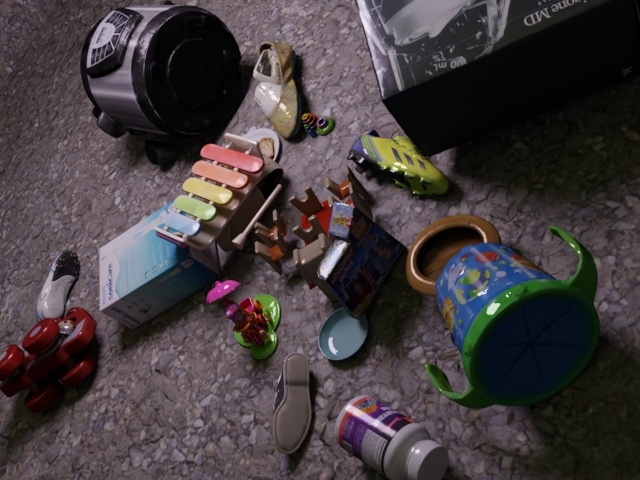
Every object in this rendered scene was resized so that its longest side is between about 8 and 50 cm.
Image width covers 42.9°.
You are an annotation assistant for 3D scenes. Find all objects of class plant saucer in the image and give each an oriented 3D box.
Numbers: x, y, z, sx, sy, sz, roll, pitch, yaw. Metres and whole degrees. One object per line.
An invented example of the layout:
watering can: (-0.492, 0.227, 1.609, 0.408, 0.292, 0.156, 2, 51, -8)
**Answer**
plant saucer: (0.051, 0.194, 1.670, 0.119, 0.021, 0.119, -21, 49, 25)

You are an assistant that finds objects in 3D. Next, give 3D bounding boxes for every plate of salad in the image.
plate of salad: (-0.196, -0.220, 2.148, 0.199, 0.048, 0.200, -20, 50, 26)

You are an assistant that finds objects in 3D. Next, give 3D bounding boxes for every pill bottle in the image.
pill bottle: (0.126, 0.356, 1.428, 0.193, 0.108, 0.108, 21, 75, 45)

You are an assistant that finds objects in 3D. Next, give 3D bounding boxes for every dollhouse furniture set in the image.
dollhouse furniture set: (0.000, 0.000, 1.803, 0.262, 0.135, 0.259, -32, 34, 17)

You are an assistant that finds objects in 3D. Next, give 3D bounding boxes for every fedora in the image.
fedora: (0.261, 0.042, 1.569, 0.194, 0.079, 0.194, -17, 49, 21)

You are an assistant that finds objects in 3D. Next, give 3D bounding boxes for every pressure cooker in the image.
pressure cooker: (-0.478, -0.484, 2.340, 0.369, 0.376, 0.420, -26, 29, -37)

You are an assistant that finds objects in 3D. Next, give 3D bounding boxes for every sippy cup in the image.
sippy cup: (0.311, 0.122, 1.383, 0.305, 0.240, 0.224, -21, 33, -7)

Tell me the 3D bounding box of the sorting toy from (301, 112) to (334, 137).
sorting toy: (-0.016, -0.297, 2.063, 0.102, 0.042, 0.061, 16, 71, 44)

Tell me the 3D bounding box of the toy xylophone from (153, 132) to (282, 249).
toy xylophone: (-0.231, -0.103, 1.915, 0.236, 0.081, 0.323, 12, 63, 34)

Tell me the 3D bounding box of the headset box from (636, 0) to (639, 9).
headset box: (0.636, -0.561, 1.556, 0.131, 0.283, 0.246, -24, 47, 24)

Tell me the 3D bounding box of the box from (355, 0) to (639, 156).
box: (0.333, -0.499, 1.647, 0.479, 0.297, 0.472, -21, 65, 18)

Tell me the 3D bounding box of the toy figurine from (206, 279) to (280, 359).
toy figurine: (-0.179, 0.159, 1.778, 0.130, 0.159, 0.173, -34, 45, 14)

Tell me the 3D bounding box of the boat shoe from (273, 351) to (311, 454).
boat shoe: (-0.059, 0.332, 1.645, 0.065, 0.075, 0.206, 119, 159, -62)

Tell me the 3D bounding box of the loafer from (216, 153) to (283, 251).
loafer: (-0.173, -0.094, 1.997, 0.092, 0.102, 0.269, 14, 74, 31)

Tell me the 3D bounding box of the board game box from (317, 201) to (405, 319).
board game box: (0.065, 0.025, 1.637, 0.060, 0.194, 0.194, 14, 61, 44)

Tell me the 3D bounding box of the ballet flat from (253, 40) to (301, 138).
ballet flat: (-0.124, -0.410, 2.171, 0.123, 0.123, 0.349, -25, 47, 23)

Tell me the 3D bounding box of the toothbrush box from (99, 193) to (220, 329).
toothbrush box: (-0.413, 0.056, 2.064, 0.295, 0.126, 0.216, -31, 46, 17)

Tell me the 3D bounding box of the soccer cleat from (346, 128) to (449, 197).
soccer cleat: (0.179, -0.180, 1.788, 0.121, 0.093, 0.289, -50, 43, -12)

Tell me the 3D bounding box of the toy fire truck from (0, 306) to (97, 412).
toy fire truck: (-0.710, 0.280, 2.133, 0.302, 0.169, 0.254, -35, 26, 12)

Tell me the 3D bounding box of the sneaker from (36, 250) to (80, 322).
sneaker: (-0.753, 0.132, 2.317, 0.086, 0.085, 0.237, -19, 46, 37)

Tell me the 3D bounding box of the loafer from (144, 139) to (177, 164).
loafer: (-0.475, -0.263, 2.408, 0.061, 0.062, 0.170, -16, 29, -24)
